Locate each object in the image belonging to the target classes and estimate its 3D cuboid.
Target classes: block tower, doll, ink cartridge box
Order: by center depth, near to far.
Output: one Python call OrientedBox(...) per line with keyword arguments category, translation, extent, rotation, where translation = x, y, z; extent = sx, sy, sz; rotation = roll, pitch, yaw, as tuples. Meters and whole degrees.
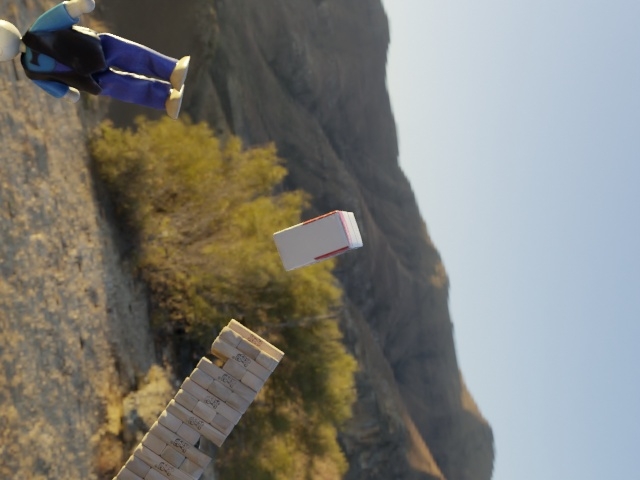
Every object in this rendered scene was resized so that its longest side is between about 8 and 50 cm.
OrientedBox(category="doll", translation=(-0.221, -0.172, 0.745), extent=(0.129, 0.188, 0.046), rotation=(114, -15, -49))
OrientedBox(category="block tower", translation=(-0.181, 0.266, 1.062), extent=(0.335, 0.097, 0.091), rotation=(-56, 178, -16))
OrientedBox(category="ink cartridge box", translation=(0.000, 0.000, 1.133), extent=(0.135, 0.099, 0.056), rotation=(-5, 75, -79))
